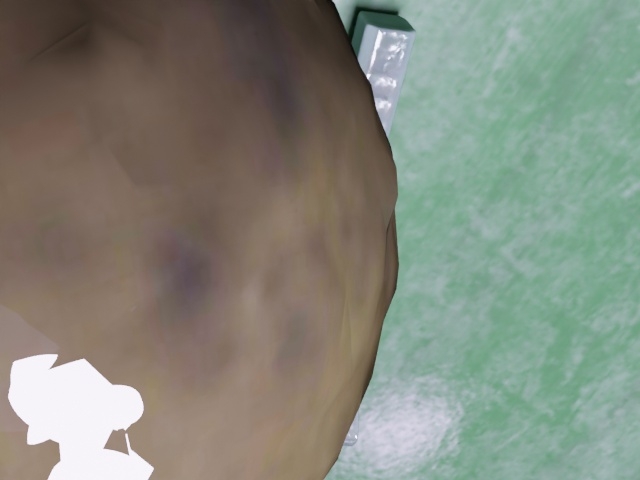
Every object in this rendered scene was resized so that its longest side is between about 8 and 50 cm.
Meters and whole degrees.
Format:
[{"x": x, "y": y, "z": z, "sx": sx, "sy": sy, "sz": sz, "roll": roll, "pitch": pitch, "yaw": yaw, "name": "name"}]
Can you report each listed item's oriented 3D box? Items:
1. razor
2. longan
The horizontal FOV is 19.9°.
[{"x": 0.003, "y": 0.005, "z": 1.006, "sx": 0.111, "sy": 0.056, "sz": 0.278, "roll": 6, "pitch": 123, "yaw": -18, "name": "razor"}, {"x": -0.182, "y": -0.015, "z": 0.725, "sx": 0.436, "sy": 0.404, "sz": 0.404, "roll": -20, "pitch": 131, "yaw": 27, "name": "longan"}]
